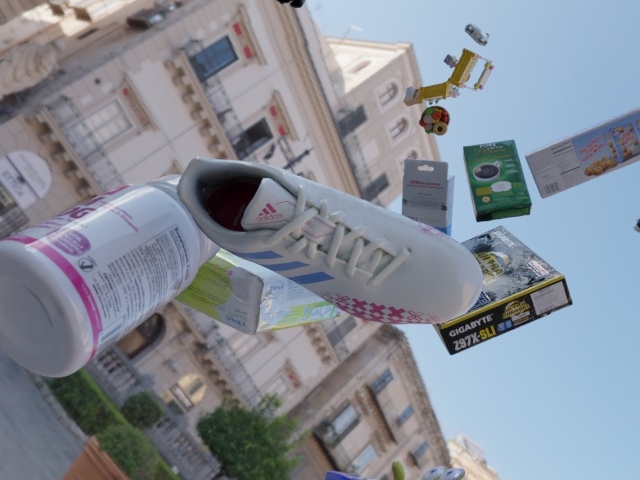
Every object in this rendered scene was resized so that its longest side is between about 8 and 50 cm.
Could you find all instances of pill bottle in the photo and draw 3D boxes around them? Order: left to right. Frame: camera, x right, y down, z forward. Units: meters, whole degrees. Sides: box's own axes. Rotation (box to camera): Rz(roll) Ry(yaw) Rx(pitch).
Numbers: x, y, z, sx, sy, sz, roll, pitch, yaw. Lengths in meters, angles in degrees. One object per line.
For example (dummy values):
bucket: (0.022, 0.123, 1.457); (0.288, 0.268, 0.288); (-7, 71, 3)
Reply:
pill bottle: (-0.251, 0.024, 0.754); (0.160, 0.283, 0.160); (11, -62, 23)

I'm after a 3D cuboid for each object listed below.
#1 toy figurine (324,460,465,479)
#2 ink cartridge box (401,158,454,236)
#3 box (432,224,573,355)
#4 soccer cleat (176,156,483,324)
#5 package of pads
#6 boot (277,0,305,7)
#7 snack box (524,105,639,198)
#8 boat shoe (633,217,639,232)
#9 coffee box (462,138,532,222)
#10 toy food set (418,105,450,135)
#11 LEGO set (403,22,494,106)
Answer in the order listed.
toy figurine: (0.082, 0.285, 0.519); (0.217, 0.191, 0.362); (25, -16, -21)
ink cartridge box: (0.238, -0.093, 1.364); (0.104, 0.060, 0.180); (9, -72, 26)
box: (0.338, 0.094, 1.313); (0.322, 0.257, 0.079); (-104, 168, -71)
soccer cleat: (0.000, 0.000, 0.630); (0.331, 0.116, 0.143); (18, -10, 17)
package of pads: (-0.135, 0.052, 1.011); (0.297, 0.229, 0.101); (18, -78, 35)
boot: (-0.064, -0.646, 1.492); (0.246, 0.161, 0.083); (43, -13, 47)
snack box: (0.364, -0.118, 0.802); (0.064, 0.178, 0.022); (65, 15, -8)
boat shoe: (0.584, -0.020, 1.024); (0.125, 0.046, 0.038); (14, -64, -6)
coffee box: (0.365, -0.127, 1.284); (0.040, 0.113, 0.184); (70, 13, -54)
toy food set: (0.314, -0.331, 1.694); (0.083, 0.020, 0.083); (13, -56, 4)
LEGO set: (0.359, -0.429, 1.651); (0.287, 0.107, 0.132); (-45, -125, 39)
